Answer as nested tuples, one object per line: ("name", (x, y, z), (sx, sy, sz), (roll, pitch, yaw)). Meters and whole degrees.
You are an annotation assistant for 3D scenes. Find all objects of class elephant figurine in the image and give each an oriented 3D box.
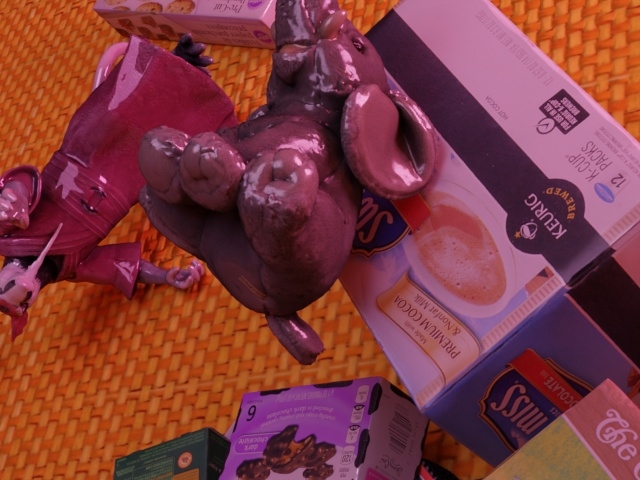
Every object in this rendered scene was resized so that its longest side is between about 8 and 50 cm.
("elephant figurine", (-0.001, -0.078, 0.860), (0.169, 0.186, 0.239), (32, 57, 14))

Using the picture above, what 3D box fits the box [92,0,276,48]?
("box", (-0.155, -0.288, 1.515), (0.324, 0.063, 0.067), (14, 70, 42))

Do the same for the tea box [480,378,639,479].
("tea box", (0.173, 0.326, 0.711), (0.323, 0.220, 0.329), (-41, 43, 5))

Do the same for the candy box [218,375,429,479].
("candy box", (-0.011, 0.218, 0.986), (0.165, 0.070, 0.196), (-14, 51, 43))

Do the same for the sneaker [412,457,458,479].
("sneaker", (0.099, 0.247, 0.950), (0.075, 0.057, 0.161), (-49, 41, 14))

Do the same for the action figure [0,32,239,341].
("action figure", (-0.259, -0.066, 1.303), (0.370, 0.248, 0.276), (-51, 43, -9))

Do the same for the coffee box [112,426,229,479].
("coffee box", (-0.136, 0.267, 1.082), (0.113, 0.040, 0.184), (-23, 48, 23))

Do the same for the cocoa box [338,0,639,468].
("cocoa box", (0.142, -0.006, 0.964), (0.228, 0.231, 0.347), (-41, 44, 9))

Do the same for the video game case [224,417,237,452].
("video game case", (-0.061, 0.261, 1.079), (0.183, 0.023, 0.201), (28, 78, 45))
